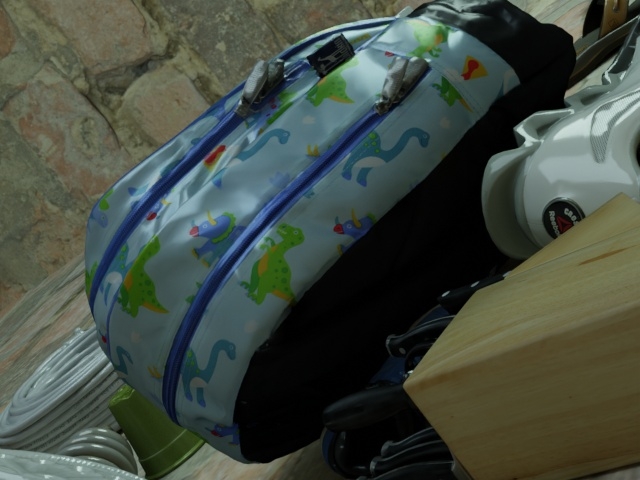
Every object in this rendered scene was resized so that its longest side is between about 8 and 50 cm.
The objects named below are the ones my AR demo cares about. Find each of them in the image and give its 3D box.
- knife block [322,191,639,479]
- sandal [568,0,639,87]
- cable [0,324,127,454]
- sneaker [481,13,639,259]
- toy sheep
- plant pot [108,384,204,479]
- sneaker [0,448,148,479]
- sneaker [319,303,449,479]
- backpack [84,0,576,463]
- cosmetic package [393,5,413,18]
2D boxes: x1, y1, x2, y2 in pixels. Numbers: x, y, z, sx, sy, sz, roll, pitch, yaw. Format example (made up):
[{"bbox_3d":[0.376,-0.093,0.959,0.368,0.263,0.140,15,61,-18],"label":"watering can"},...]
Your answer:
[{"bbox_3d":[0.110,0.086,0.856,0.242,0.088,0.276,-38,10,5],"label":"knife block"},{"bbox_3d":[0.313,-0.243,1.697,0.219,0.060,0.090,-37,10,4],"label":"sandal"},{"bbox_3d":[-0.262,0.166,1.795,0.257,0.089,0.257,-45,13,-31],"label":"cable"},{"bbox_3d":[0.265,-0.087,1.080,0.146,0.122,0.330,2,36,47],"label":"sneaker"},{"bbox_3d":[-0.205,0.214,1.394,0.091,0.091,0.132,-34,29,22],"label":"toy sheep"},{"bbox_3d":[-0.153,0.166,1.438,0.083,0.079,0.083,-36,9,7],"label":"plant pot"},{"bbox_3d":[-0.283,0.291,1.245,0.322,0.236,0.130,7,0,6],"label":"sneaker"},{"bbox_3d":[0.062,0.100,1.031,0.152,0.058,0.084,-43,4,-3],"label":"sneaker"},{"bbox_3d":[0.000,0.000,1.137,0.355,0.273,0.290,-57,-11,-32],"label":"backpack"},{"bbox_3d":[-0.015,-0.099,1.889,0.284,0.097,0.377,-44,-1,-23],"label":"cosmetic package"}]
